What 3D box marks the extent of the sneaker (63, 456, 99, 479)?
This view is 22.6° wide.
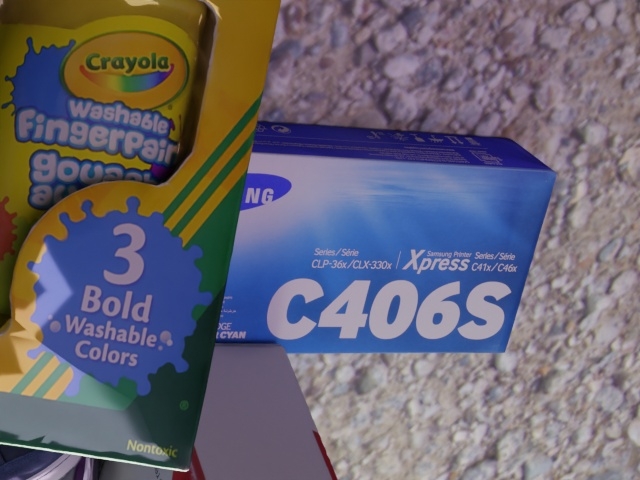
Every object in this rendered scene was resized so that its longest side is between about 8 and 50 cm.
[{"bbox_3d":[-0.232,0.213,1.213,0.098,0.083,0.223,6,113,-23],"label":"sneaker"}]

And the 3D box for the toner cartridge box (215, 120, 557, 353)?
[{"bbox_3d":[0.000,0.000,1.219,0.348,0.075,0.165,1,113,-26],"label":"toner cartridge box"}]

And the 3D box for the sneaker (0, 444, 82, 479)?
[{"bbox_3d":[-0.287,0.115,1.109,0.226,0.086,0.163,-10,119,-2],"label":"sneaker"}]

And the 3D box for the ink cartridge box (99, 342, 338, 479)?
[{"bbox_3d":[-0.091,0.238,1.181,0.114,0.197,0.273,3,131,-26],"label":"ink cartridge box"}]

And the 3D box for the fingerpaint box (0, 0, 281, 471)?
[{"bbox_3d":[-0.259,-0.098,0.845,0.445,0.163,0.371,13,86,-22],"label":"fingerpaint box"}]
